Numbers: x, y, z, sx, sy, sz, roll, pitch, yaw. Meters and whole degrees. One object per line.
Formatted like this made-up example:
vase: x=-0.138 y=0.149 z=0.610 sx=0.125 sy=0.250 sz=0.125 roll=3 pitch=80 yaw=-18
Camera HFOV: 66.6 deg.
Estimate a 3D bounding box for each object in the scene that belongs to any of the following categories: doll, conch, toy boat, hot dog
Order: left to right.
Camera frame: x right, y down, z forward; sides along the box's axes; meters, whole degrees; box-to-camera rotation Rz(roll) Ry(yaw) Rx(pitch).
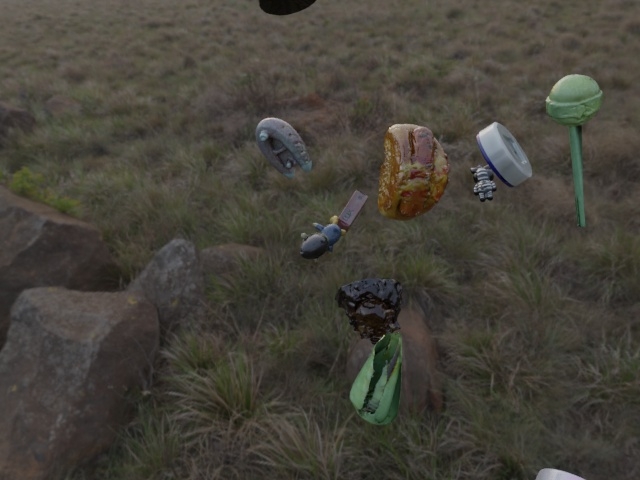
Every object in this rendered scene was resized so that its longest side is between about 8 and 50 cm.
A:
toy boat: x=-0.133 y=-0.305 z=1.642 sx=0.155 sy=0.227 sz=0.085 roll=-14 pitch=31 yaw=40
doll: x=0.000 y=0.000 z=1.336 sx=0.089 sy=0.101 sz=0.179 roll=-22 pitch=9 yaw=43
conch: x=0.153 y=0.378 z=1.291 sx=0.144 sy=0.250 sz=0.137 roll=-5 pitch=33 yaw=-23
hot dog: x=0.240 y=-0.171 z=1.258 sx=0.151 sy=0.256 sz=0.153 roll=0 pitch=11 yaw=-29
doll: x=0.680 y=-0.240 z=2.030 sx=0.091 sy=0.067 sz=0.219 roll=-13 pitch=44 yaw=23

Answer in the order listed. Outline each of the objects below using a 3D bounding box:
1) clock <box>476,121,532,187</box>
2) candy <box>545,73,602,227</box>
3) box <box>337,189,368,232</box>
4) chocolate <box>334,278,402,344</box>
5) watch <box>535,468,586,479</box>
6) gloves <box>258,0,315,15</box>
clock: x=0.641 y=-0.299 z=1.694 sx=0.083 sy=0.230 sz=0.230 roll=-33 pitch=14 yaw=37
candy: x=0.527 y=-0.171 z=1.000 sx=0.093 sy=0.335 sz=0.092 roll=-22 pitch=26 yaw=-2
box: x=0.123 y=-0.114 z=1.916 sx=0.060 sy=0.111 sz=0.156 roll=30 pitch=77 yaw=5
chocolate: x=0.165 y=0.237 z=1.555 sx=0.224 sy=0.206 sz=0.176 roll=-26 pitch=58 yaw=30
watch: x=0.551 y=0.652 z=1.052 sx=0.196 sy=0.244 sz=0.231 roll=4 pitch=48 yaw=38
gloves: x=-0.090 y=-0.572 z=0.870 sx=0.133 sy=0.294 sz=0.116 roll=-16 pitch=-3 yaw=2
